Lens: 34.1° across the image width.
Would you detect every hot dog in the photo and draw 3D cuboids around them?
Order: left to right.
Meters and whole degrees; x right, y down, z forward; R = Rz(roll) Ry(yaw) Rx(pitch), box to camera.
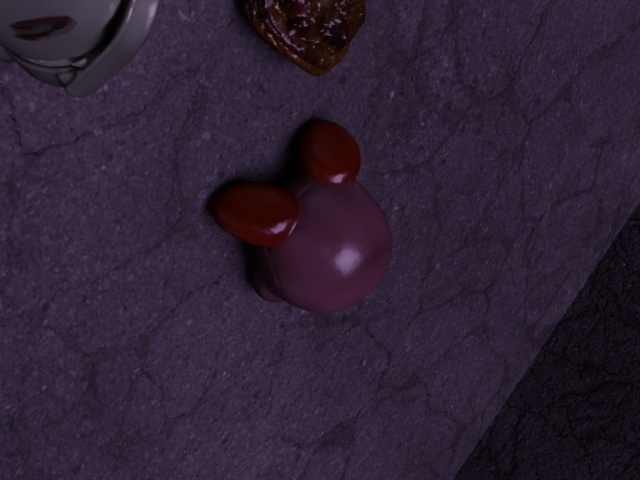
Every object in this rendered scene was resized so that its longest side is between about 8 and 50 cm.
[{"bbox_3d":[-0.017,-0.329,1.499,0.227,0.099,0.160,16,101,-50],"label":"hot dog"}]

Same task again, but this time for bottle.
[{"bbox_3d":[-0.278,-0.282,1.091,0.229,0.229,0.351,-51,163,-12],"label":"bottle"}]

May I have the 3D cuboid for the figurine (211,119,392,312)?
[{"bbox_3d":[0.002,-0.003,1.645,0.270,0.211,0.261,-38,138,-26],"label":"figurine"}]
